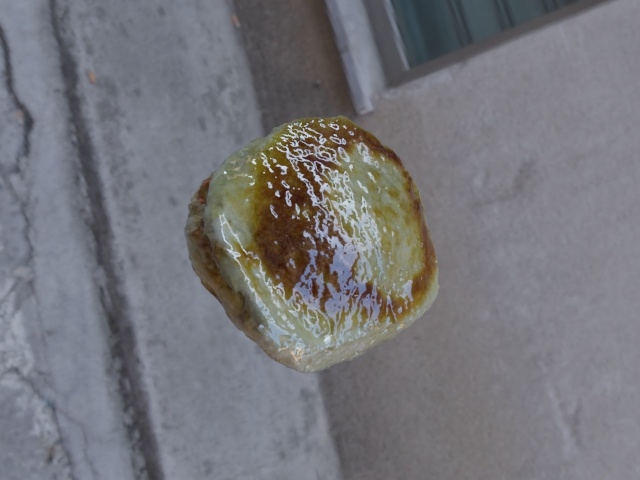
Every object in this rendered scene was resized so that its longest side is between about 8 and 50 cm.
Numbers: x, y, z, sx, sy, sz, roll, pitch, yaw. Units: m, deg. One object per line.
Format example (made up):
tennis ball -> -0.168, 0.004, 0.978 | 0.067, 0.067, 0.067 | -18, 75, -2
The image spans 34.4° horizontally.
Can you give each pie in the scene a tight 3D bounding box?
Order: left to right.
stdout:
pie -> 0.000, 0.000, 0.777 | 0.205, 0.084, 0.178 | -18, 74, -32
